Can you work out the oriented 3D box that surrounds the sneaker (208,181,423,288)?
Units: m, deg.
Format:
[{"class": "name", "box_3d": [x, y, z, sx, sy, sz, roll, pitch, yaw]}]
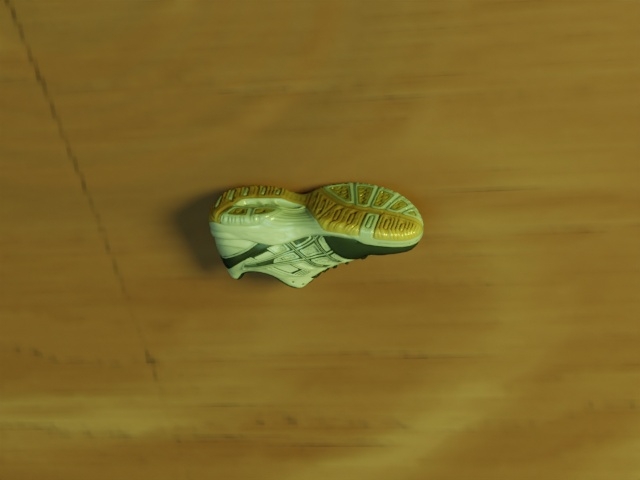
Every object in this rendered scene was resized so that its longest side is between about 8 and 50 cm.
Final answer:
[{"class": "sneaker", "box_3d": [0.000, 0.000, 0.719, 0.083, 0.032, 0.037, 4, 123, 20]}]
